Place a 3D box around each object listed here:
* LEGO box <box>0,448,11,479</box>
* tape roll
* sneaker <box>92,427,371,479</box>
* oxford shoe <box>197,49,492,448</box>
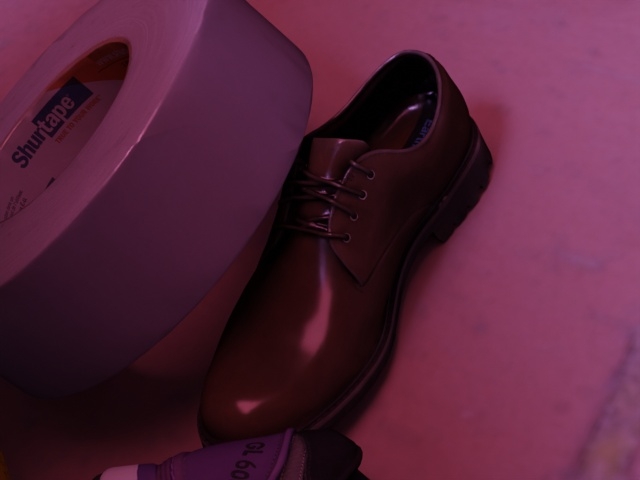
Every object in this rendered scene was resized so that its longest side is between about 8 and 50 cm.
[{"bbox_3d":[-0.251,0.000,0.446,0.193,0.372,0.500,-23,60,-6],"label":"LEGO box"},{"bbox_3d":[-0.106,-0.033,0.705,0.219,0.072,0.219,-36,31,26],"label":"tape roll"},{"bbox_3d":[-0.003,0.176,0.506,0.124,0.107,0.283,-17,45,-1],"label":"sneaker"},{"bbox_3d":[0.000,0.000,0.672,0.083,0.096,0.227,11,56,30],"label":"oxford shoe"}]
